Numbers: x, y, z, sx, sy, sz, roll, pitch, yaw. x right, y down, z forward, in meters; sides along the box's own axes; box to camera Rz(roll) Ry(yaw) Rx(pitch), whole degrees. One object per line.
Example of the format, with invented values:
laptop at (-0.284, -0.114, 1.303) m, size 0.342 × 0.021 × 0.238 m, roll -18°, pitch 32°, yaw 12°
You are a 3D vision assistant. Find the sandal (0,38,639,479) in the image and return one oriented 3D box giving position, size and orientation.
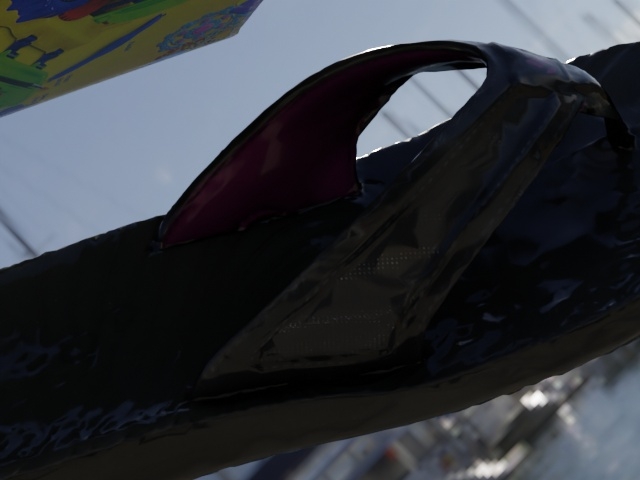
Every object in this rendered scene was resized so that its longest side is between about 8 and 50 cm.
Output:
sandal at (-0.001, 0.002, 0.768) m, size 0.445 × 0.167 × 0.107 m, roll -22°, pitch -48°, yaw -5°

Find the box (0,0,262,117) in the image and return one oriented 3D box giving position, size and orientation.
box at (-0.145, -0.161, 0.682) m, size 0.279 × 0.177 × 0.290 m, roll -22°, pitch -7°, yaw -24°
